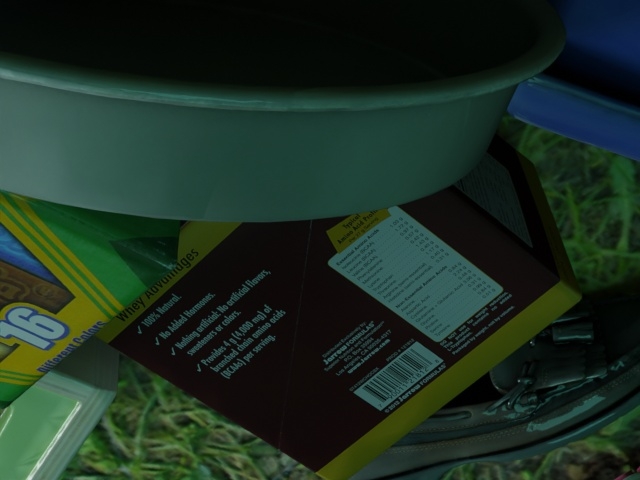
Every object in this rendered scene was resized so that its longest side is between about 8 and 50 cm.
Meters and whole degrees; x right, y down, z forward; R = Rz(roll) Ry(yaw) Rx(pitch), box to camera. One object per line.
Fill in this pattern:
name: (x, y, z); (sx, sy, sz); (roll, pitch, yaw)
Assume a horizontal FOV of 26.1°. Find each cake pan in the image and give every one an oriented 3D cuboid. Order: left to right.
cake pan: (-0.054, -0.082, 0.541); (0.293, 0.293, 0.054); (4, 115, -9)

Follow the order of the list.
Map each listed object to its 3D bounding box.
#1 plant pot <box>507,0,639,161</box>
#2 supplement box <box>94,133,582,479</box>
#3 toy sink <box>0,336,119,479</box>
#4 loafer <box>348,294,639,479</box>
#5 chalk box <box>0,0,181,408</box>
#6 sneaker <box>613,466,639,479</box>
plant pot: (0.194, -0.158, 0.649); (0.235, 0.236, 0.212); (15, 130, -18)
supplement box: (0.000, 0.000, 0.771); (0.194, 0.129, 0.191); (36, 116, -28)
toy sink: (-0.257, 0.065, 0.828); (0.234, 0.131, 0.153); (25, 120, -22)
loafer: (0.108, 0.095, 0.915); (0.267, 0.096, 0.084); (-25, 120, 15)
chalk box: (-0.225, -0.072, 0.665); (0.289, 0.180, 0.179); (27, 136, -29)
sneaker: (0.315, 0.263, 1.049); (0.299, 0.112, 0.121); (27, 120, -23)
